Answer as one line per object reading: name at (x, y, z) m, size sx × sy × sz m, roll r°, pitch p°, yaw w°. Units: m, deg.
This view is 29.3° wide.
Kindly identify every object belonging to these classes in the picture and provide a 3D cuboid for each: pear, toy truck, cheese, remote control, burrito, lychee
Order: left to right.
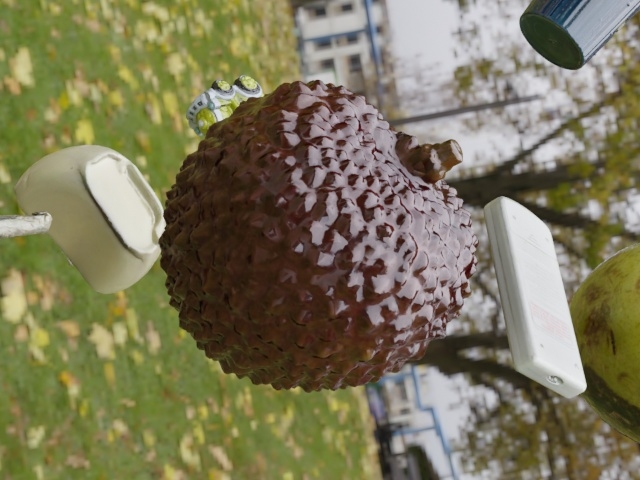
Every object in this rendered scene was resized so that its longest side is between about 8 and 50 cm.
burrito at (-0.455, -0.018, 1.707) m, size 0.051 × 0.171 × 0.042 m, roll -16°, pitch -97°, yaw 50°
cheese at (-0.392, -0.037, 2.098) m, size 0.266 × 0.233 × 0.127 m, roll 55°, pitch 39°, yaw -11°
toy truck at (-0.112, -0.155, 1.542) m, size 0.077 × 0.111 × 0.076 m, roll 53°, pitch -47°, yaw 19°
lychee at (0.000, 0.000, 1.086) m, size 0.276 × 0.304 × 0.276 m, roll 47°, pitch 21°, yaw -23°
remote control at (0.193, 0.047, 1.114) m, size 0.087 × 0.029 × 0.190 m, roll 29°, pitch 42°, yaw -38°
pear at (0.441, 0.137, 1.533) m, size 0.283 × 0.283 × 0.284 m, roll 170°, pitch -90°, yaw -87°

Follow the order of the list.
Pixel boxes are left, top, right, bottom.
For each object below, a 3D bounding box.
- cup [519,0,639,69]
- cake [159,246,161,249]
cup at (0.352, -0.319, 1.668) m, size 0.131 × 0.155 × 0.176 m, roll 42°, pitch -13°, yaw -5°
cake at (-0.157, 0.068, 1.819) m, size 0.098 × 0.135 × 0.287 m, roll 31°, pitch -7°, yaw 29°
